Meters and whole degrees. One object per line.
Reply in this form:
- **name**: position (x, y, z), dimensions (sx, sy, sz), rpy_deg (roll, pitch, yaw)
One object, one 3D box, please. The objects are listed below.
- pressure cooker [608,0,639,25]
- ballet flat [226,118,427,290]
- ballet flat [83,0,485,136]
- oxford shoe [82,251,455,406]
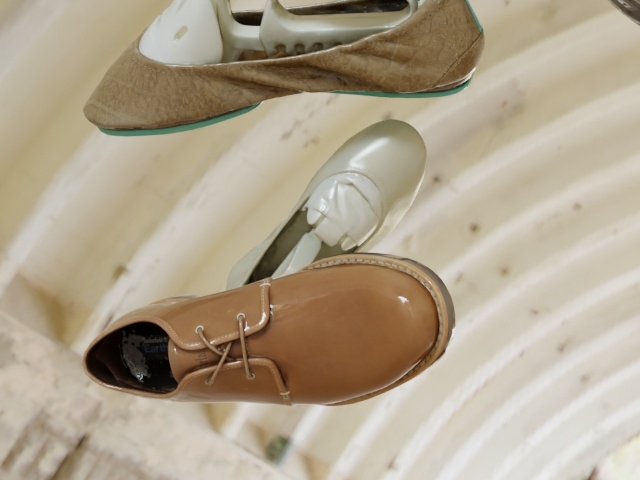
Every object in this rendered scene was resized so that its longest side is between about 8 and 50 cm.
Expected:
- **pressure cooker**: position (0.373, -0.359, 1.079), dimensions (0.420, 0.375, 0.370), rpy_deg (68, 2, -69)
- **ballet flat**: position (0.000, 0.000, 1.123), dimensions (0.086, 0.248, 0.086), rpy_deg (31, 30, -20)
- **ballet flat**: position (-0.039, -0.168, 1.063), dimensions (0.342, 0.116, 0.124), rpy_deg (-4, -50, 10)
- **oxford shoe**: position (-0.032, 0.055, 0.655), dimensions (0.212, 0.076, 0.076), rpy_deg (-13, 0, 34)
